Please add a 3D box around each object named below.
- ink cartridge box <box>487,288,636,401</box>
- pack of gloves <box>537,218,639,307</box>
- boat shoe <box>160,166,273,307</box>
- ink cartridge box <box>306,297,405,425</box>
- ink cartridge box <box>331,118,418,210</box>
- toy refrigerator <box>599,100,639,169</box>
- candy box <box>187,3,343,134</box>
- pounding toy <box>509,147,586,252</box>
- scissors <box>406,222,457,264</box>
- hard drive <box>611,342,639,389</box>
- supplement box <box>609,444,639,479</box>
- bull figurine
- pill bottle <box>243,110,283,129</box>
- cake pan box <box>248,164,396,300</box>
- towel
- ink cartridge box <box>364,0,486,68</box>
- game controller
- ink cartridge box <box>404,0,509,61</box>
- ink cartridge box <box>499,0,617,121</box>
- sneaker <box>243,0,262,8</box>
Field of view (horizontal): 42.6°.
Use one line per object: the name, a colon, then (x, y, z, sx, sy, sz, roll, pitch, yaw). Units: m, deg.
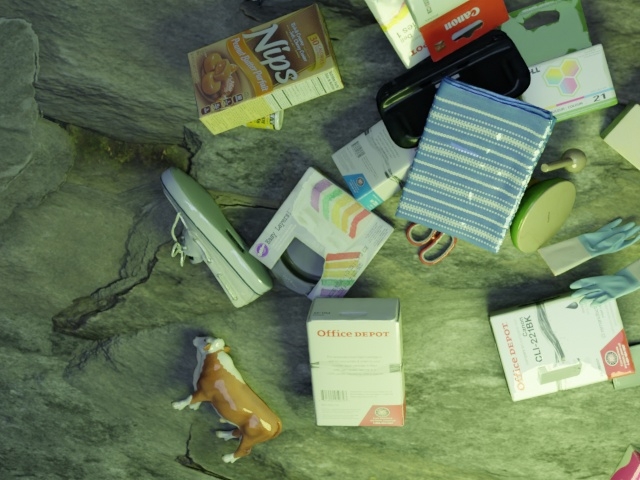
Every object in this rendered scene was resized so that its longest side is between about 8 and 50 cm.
ink cartridge box: (0.528, 0.225, 1.824, 0.272, 0.114, 0.197, -16, 87, 11)
pack of gloves: (0.618, 0.055, 1.771, 0.232, 0.195, 0.046, -21, 134, -3)
boat shoe: (-0.280, 0.008, 1.920, 0.156, 0.136, 0.367, -36, 102, 15)
ink cartridge box: (0.086, 0.275, 1.869, 0.207, 0.117, 0.283, -1, 115, 9)
ink cartridge box: (0.141, -0.179, 1.819, 0.190, 0.082, 0.140, -33, 60, 10)
toy refrigerator: (0.739, -0.174, 1.759, 0.269, 0.094, 0.102, 39, 109, 2)
candy box: (-0.124, -0.376, 1.815, 0.316, 0.087, 0.183, -19, 66, 11)
pounding toy: (0.462, -0.099, 1.788, 0.110, 0.183, 0.237, 41, 130, 36)
scissors: (0.321, -0.070, 1.872, 0.297, 0.021, 0.109, -44, 88, 11)
hard drive: (0.724, 0.280, 1.863, 0.135, 0.022, 0.094, -13, 97, 10)
supplement box: (0.784, 0.572, 1.853, 0.220, 0.111, 0.114, 27, 102, 4)
bull figurine: (-0.234, 0.379, 1.977, 0.188, 0.101, 0.310, -41, 89, 16)
pill bottle: (-0.146, -0.290, 1.879, 0.116, 0.065, 0.065, 6, 99, 8)
cake pan box: (0.000, 0.000, 1.902, 0.245, 0.070, 0.267, 39, 103, 3)
towel: (0.313, -0.150, 1.697, 0.243, 0.040, 0.336, 21, 120, 8)
ink cartridge box: (0.190, -0.531, 1.706, 0.201, 0.117, 0.278, -31, 124, 12)
game controller: (0.278, -0.320, 1.742, 0.319, 0.067, 0.167, -26, 74, 10)
ink cartridge box: (0.272, -0.489, 1.646, 0.189, 0.066, 0.232, -28, 120, 6)
ink cartridge box: (0.500, -0.387, 1.757, 0.188, 0.097, 0.255, -17, 96, 11)
sneaker: (-0.130, -0.557, 1.853, 0.098, 0.038, 0.069, 0, 100, 18)
